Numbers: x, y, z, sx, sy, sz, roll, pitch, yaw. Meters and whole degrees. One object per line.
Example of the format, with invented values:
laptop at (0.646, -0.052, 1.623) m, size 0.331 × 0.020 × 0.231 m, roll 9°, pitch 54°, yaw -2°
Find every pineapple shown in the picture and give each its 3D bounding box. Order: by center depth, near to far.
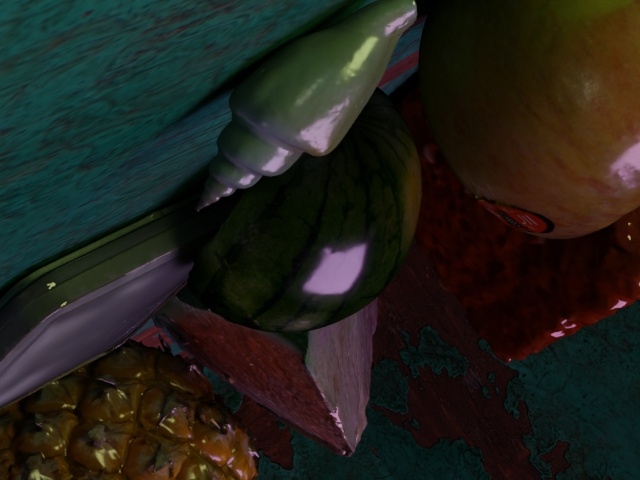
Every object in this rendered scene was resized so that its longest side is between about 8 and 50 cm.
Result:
pineapple at (-0.235, 0.256, 1.588) m, size 0.300 × 0.352 × 0.352 m, roll -47°, pitch -174°, yaw -38°

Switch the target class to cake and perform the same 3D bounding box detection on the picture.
cake at (0.257, -0.094, 1.475) m, size 0.319 × 0.269 × 0.270 m, roll -31°, pitch 177°, yaw -32°

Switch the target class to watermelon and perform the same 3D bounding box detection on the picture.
watermelon at (0.002, -0.005, 1.256) m, size 0.204 × 0.127 × 0.232 m, roll -31°, pitch 157°, yaw -53°
watermelon at (-0.065, 0.064, 1.581) m, size 0.222 × 0.319 × 0.292 m, roll -5°, pitch 141°, yaw 13°

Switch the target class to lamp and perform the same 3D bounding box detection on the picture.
lamp at (-0.194, 0.060, 1.303) m, size 0.266 × 0.047 × 0.269 m, roll -39°, pitch 173°, yaw 41°

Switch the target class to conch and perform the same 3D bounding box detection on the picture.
conch at (-0.009, -0.079, 0.950) m, size 0.180 × 0.065 × 0.088 m, roll -42°, pitch 173°, yaw 9°

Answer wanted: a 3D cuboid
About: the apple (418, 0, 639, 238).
apple at (0.181, -0.119, 1.064) m, size 0.261 × 0.194 × 0.261 m, roll -35°, pitch 175°, yaw -3°
